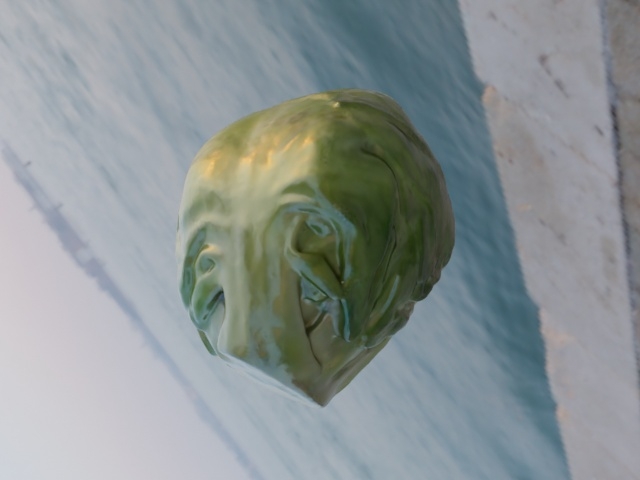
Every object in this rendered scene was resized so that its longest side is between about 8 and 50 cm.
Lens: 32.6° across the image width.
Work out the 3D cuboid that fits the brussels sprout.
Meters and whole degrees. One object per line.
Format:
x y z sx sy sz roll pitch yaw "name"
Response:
0.000 0.000 0.762 0.161 0.223 0.223 29 158 36 "brussels sprout"
